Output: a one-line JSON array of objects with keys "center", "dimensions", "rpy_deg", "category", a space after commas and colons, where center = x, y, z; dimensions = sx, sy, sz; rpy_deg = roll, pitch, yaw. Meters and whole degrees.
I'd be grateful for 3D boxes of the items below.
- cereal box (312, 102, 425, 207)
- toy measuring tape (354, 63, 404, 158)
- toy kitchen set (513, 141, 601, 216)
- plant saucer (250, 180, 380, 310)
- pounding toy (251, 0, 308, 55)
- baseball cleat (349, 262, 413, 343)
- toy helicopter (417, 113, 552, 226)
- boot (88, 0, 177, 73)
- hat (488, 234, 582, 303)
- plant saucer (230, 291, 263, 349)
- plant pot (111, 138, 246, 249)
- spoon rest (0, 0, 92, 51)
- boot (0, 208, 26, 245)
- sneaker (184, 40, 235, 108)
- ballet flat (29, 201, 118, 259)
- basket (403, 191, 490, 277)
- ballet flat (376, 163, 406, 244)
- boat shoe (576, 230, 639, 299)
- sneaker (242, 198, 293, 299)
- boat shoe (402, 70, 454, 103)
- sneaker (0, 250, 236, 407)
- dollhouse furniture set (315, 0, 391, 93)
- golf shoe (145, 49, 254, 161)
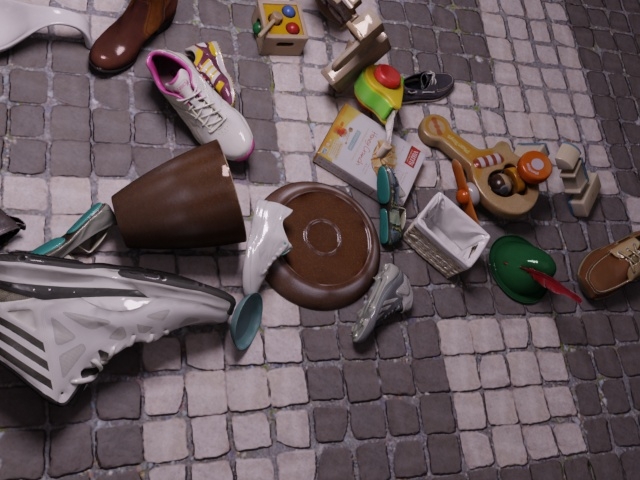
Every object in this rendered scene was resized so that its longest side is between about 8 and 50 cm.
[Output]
[{"center": [0.121, -0.200, 1.647], "dimensions": [0.240, 0.047, 0.173], "rpy_deg": [30, 61, -7], "category": "cereal box"}, {"center": [0.129, -0.325, 1.619], "dimensions": [0.121, 0.121, 0.330], "rpy_deg": [24, 46, -11], "category": "toy measuring tape"}, {"center": [0.631, -0.182, 1.829], "dimensions": [0.122, 0.166, 0.207], "rpy_deg": [-54, 130, -29], "category": "toy kitchen set"}, {"center": [0.000, 0.000, 1.520], "dimensions": [0.310, 0.050, 0.311], "rpy_deg": [7, 68, -18], "category": "plant saucer"}, {"center": [-0.108, -0.517, 1.660], "dimensions": [0.141, 0.100, 0.130], "rpy_deg": [-5, 71, -23], "category": "pounding toy"}, {"center": [0.145, 0.150, 1.500], "dimensions": [0.109, 0.072, 0.206], "rpy_deg": [34, 66, -16], "category": "baseball cleat"}, {"center": [0.381, -0.182, 1.717], "dimensions": [0.355, 0.140, 0.235], "rpy_deg": [40, 69, 11], "category": "toy helicopter"}, {"center": [-0.382, -0.505, 1.446], "dimensions": [0.096, 0.280, 0.264], "rpy_deg": [46, 61, 2], "category": "boot"}, {"center": [0.532, 0.048, 1.624], "dimensions": [0.173, 0.183, 0.208], "rpy_deg": [-38, 86, -29], "category": "hat"}, {"center": [-0.151, 0.159, 1.368], "dimensions": [0.021, 0.119, 0.119], "rpy_deg": [14, 60, 18], "category": "plant saucer"}, {"center": [-0.288, -0.068, 1.365], "dimensions": [0.230, 0.215, 0.216], "rpy_deg": [-17, 75, -10], "category": "plant pot"}, {"center": [-0.628, -0.455, 1.445], "dimensions": [0.276, 0.084, 0.137], "rpy_deg": [-6, 71, -24], "category": "spoon rest"}, {"center": [-0.708, -0.041, 1.239], "dimensions": [0.263, 0.091, 0.229], "rpy_deg": [-34, 83, -31], "category": "boot"}, {"center": [-0.253, -0.371, 1.569], "dimensions": [0.083, 0.070, 0.186], "rpy_deg": [-16, 69, -17], "category": "sneaker"}, {"center": [-0.481, 0.010, 1.322], "dimensions": [0.213, 0.072, 0.068], "rpy_deg": [-44, 119, -27], "category": "ballet flat"}, {"center": [0.290, -0.009, 1.602], "dimensions": [0.167, 0.103, 0.113], "rpy_deg": [42, 60, -2], "category": "basket"}, {"center": [0.166, -0.084, 1.579], "dimensions": [0.070, 0.070, 0.189], "rpy_deg": [-7, 105, -23], "category": "ballet flat"}, {"center": [0.795, 0.042, 1.765], "dimensions": [0.324, 0.120, 0.123], "rpy_deg": [-28, 81, -28], "category": "boat shoe"}, {"center": [-0.107, 0.023, 1.416], "dimensions": [0.094, 0.080, 0.212], "rpy_deg": [11, 81, -4], "category": "sneaker"}, {"center": [0.277, -0.406, 1.782], "dimensions": [0.206, 0.065, 0.075], "rpy_deg": [-18, 76, -26], "category": "boat shoe"}, {"center": [-0.386, 0.176, 1.268], "dimensions": [0.447, 0.169, 0.258], "rpy_deg": [10, 89, -27], "category": "sneaker"}, {"center": [-0.012, -0.553, 1.646], "dimensions": [0.173, 0.303, 0.356], "rpy_deg": [-40, 84, 8], "category": "dollhouse furniture set"}, {"center": [-0.268, -0.291, 1.473], "dimensions": [0.115, 0.140, 0.306], "rpy_deg": [-45, 85, 4], "category": "golf shoe"}]
